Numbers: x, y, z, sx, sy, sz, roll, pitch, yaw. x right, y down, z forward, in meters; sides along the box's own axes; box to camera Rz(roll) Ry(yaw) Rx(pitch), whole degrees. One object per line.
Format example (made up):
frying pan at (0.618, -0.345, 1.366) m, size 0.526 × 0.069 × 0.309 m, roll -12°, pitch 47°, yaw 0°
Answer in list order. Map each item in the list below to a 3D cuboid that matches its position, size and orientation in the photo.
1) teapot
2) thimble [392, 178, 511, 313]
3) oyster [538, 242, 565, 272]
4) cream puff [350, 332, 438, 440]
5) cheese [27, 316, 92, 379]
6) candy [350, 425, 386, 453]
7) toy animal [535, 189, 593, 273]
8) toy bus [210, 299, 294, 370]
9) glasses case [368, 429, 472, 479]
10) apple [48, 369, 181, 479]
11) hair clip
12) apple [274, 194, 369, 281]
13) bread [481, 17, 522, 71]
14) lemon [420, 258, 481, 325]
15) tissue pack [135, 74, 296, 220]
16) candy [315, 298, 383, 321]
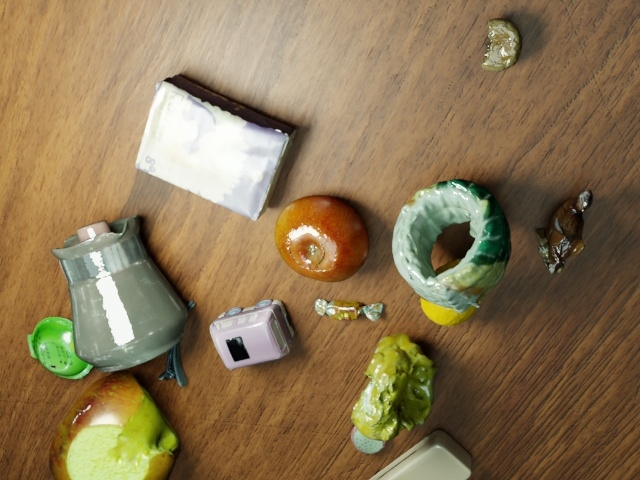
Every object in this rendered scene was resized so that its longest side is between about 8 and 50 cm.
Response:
teapot at (-0.550, 0.128, 1.953) m, size 0.376 × 0.305 × 0.362 m, roll -7°, pitch 104°, yaw 46°
thimble at (0.298, 0.013, 1.684) m, size 0.254 × 0.167 × 0.288 m, roll -5°, pitch 67°, yaw 26°
oyster at (0.559, 0.043, 1.784) m, size 0.054 × 0.019 × 0.083 m, roll -22°, pitch 106°, yaw 20°
cream puff at (0.197, 0.380, 1.874) m, size 0.185 × 0.282 × 0.282 m, roll 23°, pitch 116°, yaw 11°
cheese at (-0.706, 0.316, 2.150) m, size 0.320 × 0.083 × 0.204 m, roll 1°, pitch 111°, yaw 15°
candy at (0.136, 0.547, 2.081) m, size 0.103 × 0.043 × 0.103 m, roll 4°, pitch 111°, yaw 12°
toy animal at (0.557, -0.019, 1.674) m, size 0.089 × 0.188 × 0.179 m, roll 22°, pitch 150°, yaw -1°
toy bus at (-0.188, 0.252, 1.973) m, size 0.202 × 0.142 × 0.142 m, roll -16°, pitch 108°, yaw 18°
glasses case at (0.263, 0.675, 2.087) m, size 0.144 × 0.076 × 0.336 m, roll 43°, pitch 115°, yaw -8°
apple at (-0.555, 0.569, 2.076) m, size 0.374 × 0.374 × 0.384 m, roll 36°, pitch 121°, yaw -4°
hair clip at (-0.400, 0.286, 2.091) m, size 0.083 × 0.048 × 0.275 m, roll 18°, pitch 114°, yaw 10°
apple at (0.000, 0.000, 1.808) m, size 0.234 × 0.173 × 0.211 m, roll 6°, pitch 113°, yaw 11°
bread at (0.393, -0.421, 1.605) m, size 0.082 × 0.060 × 0.113 m, roll 12°, pitch 116°, yaw 8°
lemon at (0.322, 0.126, 1.807) m, size 0.142 × 0.142 × 0.187 m, roll 27°, pitch 117°, yaw 1°
tissue pack at (-0.257, -0.225, 1.797) m, size 0.343 × 0.125 × 0.242 m, roll 24°, pitch 115°, yaw 2°
candy at (0.072, 0.183, 1.939) m, size 0.181 × 0.046 × 0.053 m, roll 0°, pitch 111°, yaw 15°
